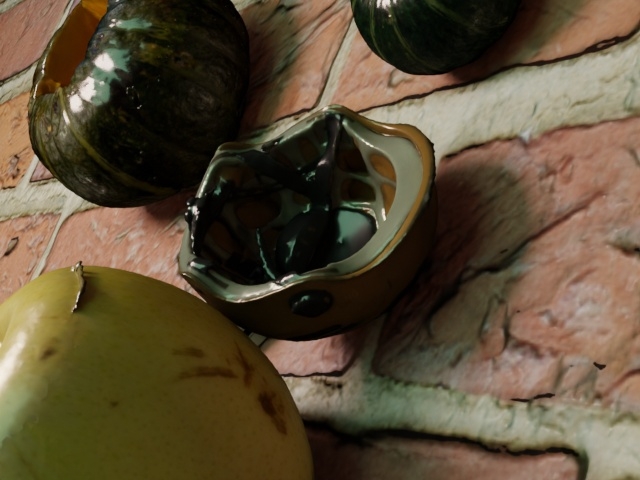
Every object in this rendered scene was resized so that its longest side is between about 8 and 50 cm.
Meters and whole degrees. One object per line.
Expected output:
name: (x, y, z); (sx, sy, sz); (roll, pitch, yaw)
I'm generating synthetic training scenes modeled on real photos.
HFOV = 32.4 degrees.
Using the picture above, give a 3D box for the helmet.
helmet: (0.000, 0.000, 0.889); (0.224, 0.130, 0.198); (-9, 49, 19)

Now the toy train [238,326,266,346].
toy train: (-0.083, 0.018, 1.080); (0.047, 0.043, 0.208); (-47, 33, 27)

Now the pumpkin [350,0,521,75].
pumpkin: (0.100, -0.224, 0.942); (0.167, 0.125, 0.167); (-27, 47, 34)

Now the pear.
pear: (-0.159, 0.175, 0.809); (0.309, 0.309, 0.309); (-35, 39, 34)

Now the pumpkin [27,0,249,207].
pumpkin: (-0.214, -0.187, 1.298); (0.320, 0.192, 0.321); (-35, 37, 32)
